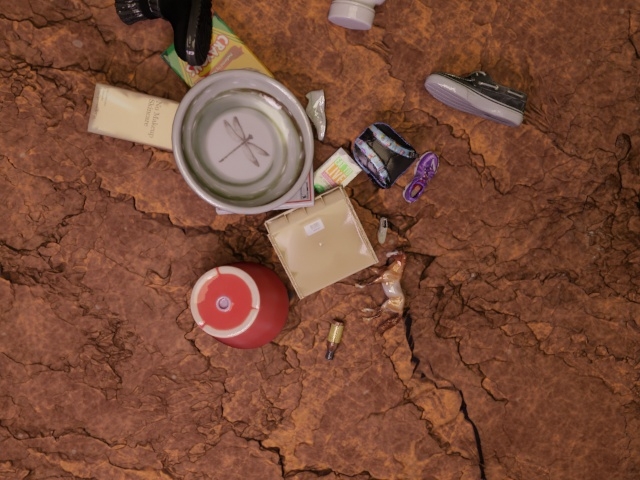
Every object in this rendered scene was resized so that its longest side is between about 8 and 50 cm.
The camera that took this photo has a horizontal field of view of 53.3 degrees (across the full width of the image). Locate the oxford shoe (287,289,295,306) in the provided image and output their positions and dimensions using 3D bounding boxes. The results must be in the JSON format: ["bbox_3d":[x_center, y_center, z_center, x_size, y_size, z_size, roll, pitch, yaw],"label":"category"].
[{"bbox_3d":[-0.149,0.242,1.974,0.212,0.076,0.076,-46,128,1],"label":"oxford shoe"}]

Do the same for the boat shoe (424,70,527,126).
[{"bbox_3d":[0.470,-0.450,1.922,0.335,0.121,0.119,18,88,-19],"label":"boat shoe"}]

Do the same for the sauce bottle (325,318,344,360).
[{"bbox_3d":[0.041,0.312,2.006,0.042,0.042,0.128,16,96,-8],"label":"sauce bottle"}]

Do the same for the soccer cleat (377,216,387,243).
[{"bbox_3d":[0.193,-0.031,1.978,0.029,0.035,0.083,6,97,-7],"label":"soccer cleat"}]

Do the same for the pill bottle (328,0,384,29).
[{"bbox_3d":[0.118,-0.771,1.800,0.176,0.176,0.318,12,96,-7],"label":"pill bottle"}]

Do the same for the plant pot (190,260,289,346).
[{"bbox_3d":[-0.243,0.180,1.822,0.275,0.243,0.275,-1,82,7],"label":"plant pot"}]

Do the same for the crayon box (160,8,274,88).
[{"bbox_3d":[-0.276,-0.481,1.848,0.202,0.081,0.318,-45,100,1],"label":"crayon box"}]

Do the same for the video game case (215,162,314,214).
[{"bbox_3d":[-0.162,-0.183,1.857,0.285,0.025,0.204,-5,69,5],"label":"video game case"}]

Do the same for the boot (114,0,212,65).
[{"bbox_3d":[-0.433,-0.615,1.732,0.260,0.131,0.348,-4,67,5],"label":"boot"}]

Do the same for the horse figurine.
[{"bbox_3d":[0.201,0.162,1.991,0.174,0.066,0.263,-12,97,1],"label":"horse figurine"}]

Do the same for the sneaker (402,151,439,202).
[{"bbox_3d":[0.316,-0.190,1.951,0.068,0.071,0.170,25,94,-8],"label":"sneaker"}]

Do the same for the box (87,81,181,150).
[{"bbox_3d":[-0.484,-0.341,1.825,0.311,0.121,0.148,11,96,-7],"label":"box"}]

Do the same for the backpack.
[{"bbox_3d":[0.180,-0.260,1.905,0.173,0.117,0.158,42,92,-10],"label":"backpack"}]

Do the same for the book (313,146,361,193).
[{"bbox_3d":[0.042,-0.201,1.944,0.144,0.035,0.096,-44,98,4],"label":"book"}]

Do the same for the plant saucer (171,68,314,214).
[{"bbox_3d":[-0.219,-0.268,1.777,0.400,0.100,0.400,2,86,-22],"label":"plant saucer"}]

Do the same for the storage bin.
[{"bbox_3d":[0.000,0.000,1.905,0.262,0.123,0.260,-25,101,4],"label":"storage bin"}]

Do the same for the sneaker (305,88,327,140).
[{"bbox_3d":[-0.012,-0.373,1.908,0.061,0.054,0.152,-5,92,4],"label":"sneaker"}]
